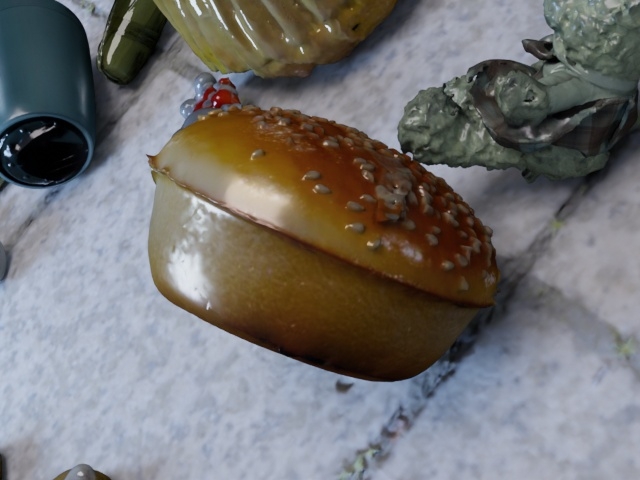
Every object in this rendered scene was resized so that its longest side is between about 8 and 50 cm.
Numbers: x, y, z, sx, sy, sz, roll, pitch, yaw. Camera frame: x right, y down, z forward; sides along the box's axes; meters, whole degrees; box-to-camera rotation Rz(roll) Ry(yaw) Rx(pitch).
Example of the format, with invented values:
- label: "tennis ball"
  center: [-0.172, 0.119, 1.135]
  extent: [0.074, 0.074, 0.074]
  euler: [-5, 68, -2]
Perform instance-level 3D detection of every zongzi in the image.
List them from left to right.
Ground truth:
- label: "zongzi"
  center: [-0.199, -0.206, 1.100]
  extent: [0.104, 0.052, 0.113]
  euler: [-61, 30, -6]

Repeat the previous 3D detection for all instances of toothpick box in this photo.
- label: "toothpick box"
  center: [-0.274, -0.140, 1.057]
  extent: [0.120, 0.120, 0.184]
  euler: [-34, 48, 15]

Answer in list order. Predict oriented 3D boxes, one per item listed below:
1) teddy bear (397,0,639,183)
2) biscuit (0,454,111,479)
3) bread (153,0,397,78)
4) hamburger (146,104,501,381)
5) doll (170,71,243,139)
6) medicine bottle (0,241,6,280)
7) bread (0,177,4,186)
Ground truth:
- label: "teddy bear"
  center: [0.153, -0.095, 0.676]
  extent: [0.213, 0.111, 0.133]
  euler: [-37, 2, 38]
- label: "biscuit"
  center: [-0.290, 0.245, 0.840]
  extent: [0.301, 0.049, 0.197]
  euler: [-2, 57, 39]
- label: "bread"
  center: [-0.033, -0.264, 0.932]
  extent: [0.274, 0.149, 0.274]
  euler: [-25, 49, 33]
- label: "hamburger"
  center: [-0.003, -0.001, 0.665]
  extent: [0.236, 0.237, 0.147]
  euler: [17, 88, 45]
- label: "doll"
  center: [-0.088, -0.081, 0.898]
  extent: [0.094, 0.079, 0.180]
  euler: [-57, 25, 24]
- label: "medicine bottle"
  center: [-0.396, 0.025, 1.077]
  extent: [0.220, 0.061, 0.092]
  euler: [-14, 43, 32]
- label: "bread"
  center: [-0.353, -0.051, 1.116]
  extent: [0.083, 0.036, 0.047]
  euler: [-45, 29, 4]
